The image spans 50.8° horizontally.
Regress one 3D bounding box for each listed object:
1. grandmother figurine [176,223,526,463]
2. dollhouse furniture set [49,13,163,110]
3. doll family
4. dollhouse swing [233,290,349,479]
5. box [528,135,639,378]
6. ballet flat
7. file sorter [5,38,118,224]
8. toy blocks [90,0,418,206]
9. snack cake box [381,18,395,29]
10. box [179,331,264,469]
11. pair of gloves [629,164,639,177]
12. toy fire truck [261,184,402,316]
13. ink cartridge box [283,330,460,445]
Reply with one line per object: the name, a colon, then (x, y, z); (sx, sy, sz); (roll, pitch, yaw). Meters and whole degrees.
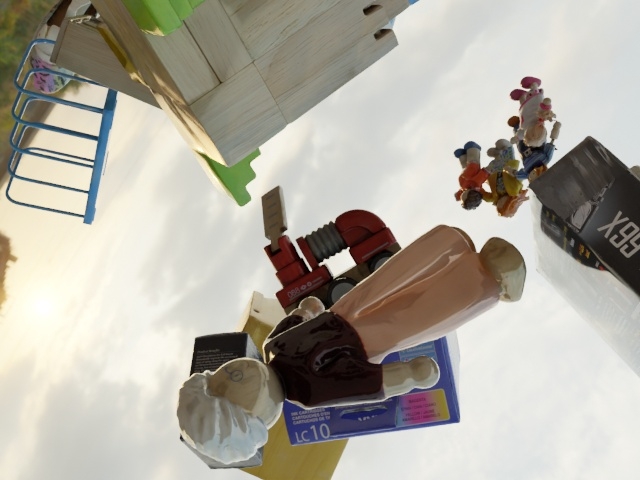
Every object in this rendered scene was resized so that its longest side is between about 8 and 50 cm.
grandmother figurine: (0.022, 0.093, 0.642); (0.342, 0.104, 0.208); (-28, -166, -22)
dollhouse furniture set: (-0.131, -0.255, 0.647); (0.212, 0.161, 0.242); (-103, -143, -68)
doll family: (0.331, -0.132, 1.122); (0.263, 0.118, 0.163); (127, -26, -47)
dollhouse swing: (-0.072, 0.355, 1.581); (0.305, 0.347, 0.315); (-63, -172, 9)
box: (0.322, 0.057, 0.679); (0.076, 0.307, 0.242); (-40, -115, 4)
ballet flat: (-0.379, -0.330, 1.020); (0.221, 0.077, 0.079); (-63, -163, -5)
file sorter: (-0.295, -0.126, 0.777); (0.118, 0.105, 0.170); (-98, -154, -45)
toy blocks: (-0.043, -0.242, 0.415); (0.261, 0.381, 0.191); (-39, -148, -12)
snack cake box: (0.004, -0.387, 1.258); (0.264, 0.152, 0.089); (-13, -122, 60)
box: (-0.172, 0.297, 1.255); (0.108, 0.153, 0.207); (-7, -129, 11)
pair of gloves: (0.499, -0.042, 0.836); (0.240, 0.042, 0.204); (-22, -120, -9)
toy fire truck: (0.000, 0.000, 1.137); (0.217, 0.246, 0.158); (-31, 180, 3)
ink cartridge box: (0.090, 0.210, 1.121); (0.270, 0.151, 0.395); (-12, -179, 13)
